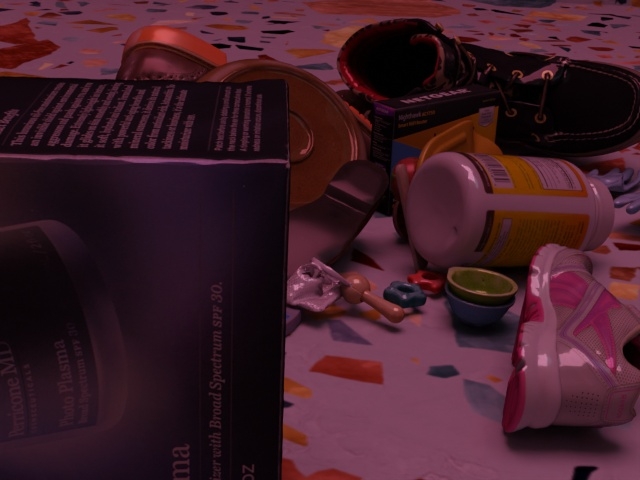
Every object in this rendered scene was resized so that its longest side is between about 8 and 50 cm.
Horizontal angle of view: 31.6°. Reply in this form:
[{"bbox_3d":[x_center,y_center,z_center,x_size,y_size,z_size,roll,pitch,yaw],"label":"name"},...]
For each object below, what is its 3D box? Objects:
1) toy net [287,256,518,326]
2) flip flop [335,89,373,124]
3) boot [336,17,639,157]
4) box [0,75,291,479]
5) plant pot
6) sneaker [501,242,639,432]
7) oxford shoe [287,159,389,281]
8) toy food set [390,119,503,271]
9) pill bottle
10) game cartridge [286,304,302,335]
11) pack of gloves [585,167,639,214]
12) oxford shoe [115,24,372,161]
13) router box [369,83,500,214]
[{"bbox_3d":[0.069,0.038,1.095,0.232,0.045,0.122,7,22,-2],"label":"toy net"},{"bbox_3d":[0.048,-0.184,1.628,0.112,0.080,0.277,3,21,1],"label":"flip flop"},{"bbox_3d":[0.233,-0.210,1.536,0.377,0.138,0.284,18,7,43],"label":"boot"},{"bbox_3d":[-0.168,0.061,0.691,0.294,0.296,0.183,1,22,-2],"label":"box"},{"bbox_3d":[-0.046,-0.116,1.300,0.236,0.032,0.236,12,60,-20],"label":"plant pot"},{"bbox_3d":[0.221,0.087,0.952,0.111,0.103,0.252,11,29,10],"label":"sneaker"},{"bbox_3d":[0.000,0.000,1.185,0.076,0.076,0.212,35,48,17],"label":"oxford shoe"},{"bbox_3d":[0.128,-0.056,1.276,0.071,0.128,0.218,-6,16,42],"label":"toy food set"},{"bbox_3d":[0.203,-0.030,1.182,0.215,0.117,0.117,1,19,-33],"label":"pill bottle"},{"bbox_3d":[-0.056,0.077,1.043,0.056,0.017,0.083,19,27,27],"label":"game cartridge"},{"bbox_3d":[0.388,-0.050,1.409,0.195,0.046,0.232,5,15,40],"label":"pack of gloves"},{"bbox_3d":[-0.081,-0.127,1.383,0.364,0.130,0.132,20,50,-13],"label":"oxford shoe"},{"bbox_3d":[0.139,-0.114,1.390,0.179,0.133,0.046,-15,27,-37],"label":"router box"}]
